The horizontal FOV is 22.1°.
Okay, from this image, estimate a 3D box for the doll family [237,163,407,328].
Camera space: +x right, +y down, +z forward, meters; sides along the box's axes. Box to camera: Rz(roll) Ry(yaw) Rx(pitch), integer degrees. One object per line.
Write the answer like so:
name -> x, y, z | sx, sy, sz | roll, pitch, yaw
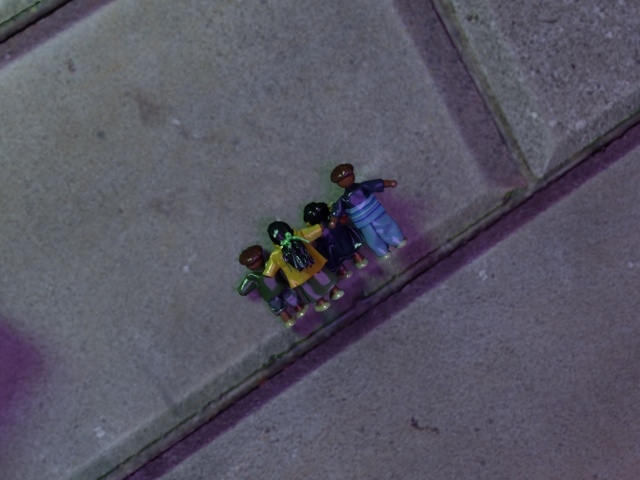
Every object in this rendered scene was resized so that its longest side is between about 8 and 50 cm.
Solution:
doll family -> 0.000, 0.000, 1.699 | 0.193, 0.076, 0.111 | -40, 106, -17
